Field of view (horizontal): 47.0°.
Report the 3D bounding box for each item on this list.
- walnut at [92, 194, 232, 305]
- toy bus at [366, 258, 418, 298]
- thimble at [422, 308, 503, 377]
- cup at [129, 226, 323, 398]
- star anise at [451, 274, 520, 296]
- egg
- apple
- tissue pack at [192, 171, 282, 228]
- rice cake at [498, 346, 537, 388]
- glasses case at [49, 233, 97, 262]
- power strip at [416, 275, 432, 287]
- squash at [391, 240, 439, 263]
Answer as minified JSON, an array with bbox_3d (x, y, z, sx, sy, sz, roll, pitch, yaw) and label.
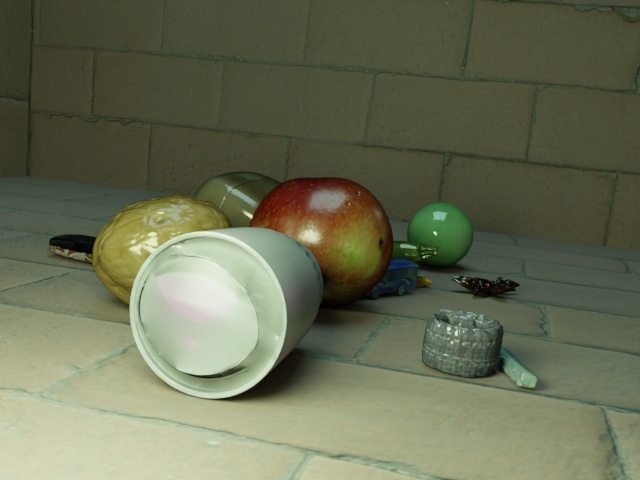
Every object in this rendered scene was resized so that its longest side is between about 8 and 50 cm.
[{"bbox_3d":[-0.334,0.028,1.598,0.312,0.252,0.277,-8,13,-20],"label":"walnut"},{"bbox_3d":[0.162,0.099,1.971,0.236,0.094,0.079,-2,12,-44],"label":"toy bus"},{"bbox_3d":[0.269,0.194,1.396,0.150,0.098,0.150,6,9,-1],"label":"thimble"},{"bbox_3d":[-0.133,0.097,1.253,0.253,0.254,0.371,8,7,14],"label":"cup"},{"bbox_3d":[0.480,0.133,2.096,0.212,0.054,0.157,8,8,0],"label":"star anise"},{"bbox_3d":[0.409,-0.021,2.504,0.220,0.221,0.269,10,10,26],"label":"egg"},{"bbox_3d":[0.000,0.000,1.738,0.348,0.277,0.349,6,-31,4],"label":"apple"},{"bbox_3d":[-0.213,-0.055,2.076,0.276,0.268,0.387,33,17,13],"label":"tissue pack"},{"bbox_3d":[0.359,0.236,1.385,0.042,0.031,0.180,18,7,-6],"label":"rice cake"},{"bbox_3d":[-0.632,0.025,2.035,0.266,0.067,0.103,10,11,25],"label":"glasses case"},{"bbox_3d":[0.240,0.116,2.135,0.178,0.028,0.049,5,8,-9],"label":"power strip"},{"bbox_3d":[0.178,0.049,2.119,0.340,0.095,0.094,-11,3,18],"label":"squash"}]
